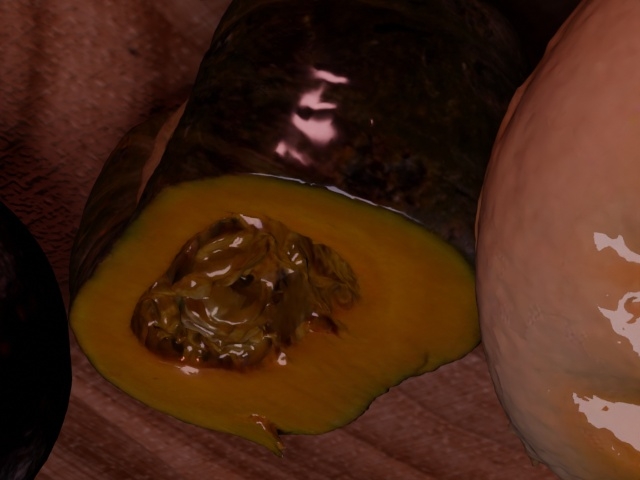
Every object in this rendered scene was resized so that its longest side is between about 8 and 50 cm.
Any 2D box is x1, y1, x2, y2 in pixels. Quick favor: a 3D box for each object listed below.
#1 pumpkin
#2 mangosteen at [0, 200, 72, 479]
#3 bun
[{"bbox_3d":[0.000,0.000,0.676,0.221,0.139,0.317,26,142,-18],"label":"pumpkin"},{"bbox_3d":[-0.306,0.062,0.766,0.313,0.297,0.297,55,143,22],"label":"mangosteen"},{"bbox_3d":[0.211,0.009,0.524,0.298,0.165,0.299,-11,120,-20],"label":"bun"}]
